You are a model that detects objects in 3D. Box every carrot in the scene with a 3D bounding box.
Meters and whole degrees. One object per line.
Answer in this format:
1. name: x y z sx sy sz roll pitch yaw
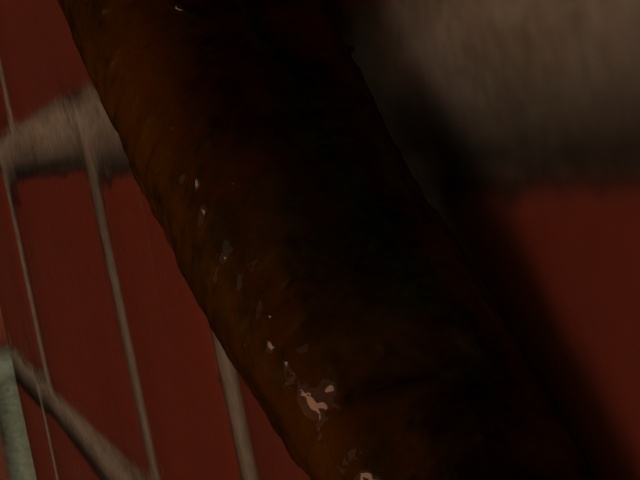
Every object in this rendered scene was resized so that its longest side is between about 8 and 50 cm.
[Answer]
1. carrot: 0.000 0.000 0.429 0.066 0.066 0.314 91 159 -45
